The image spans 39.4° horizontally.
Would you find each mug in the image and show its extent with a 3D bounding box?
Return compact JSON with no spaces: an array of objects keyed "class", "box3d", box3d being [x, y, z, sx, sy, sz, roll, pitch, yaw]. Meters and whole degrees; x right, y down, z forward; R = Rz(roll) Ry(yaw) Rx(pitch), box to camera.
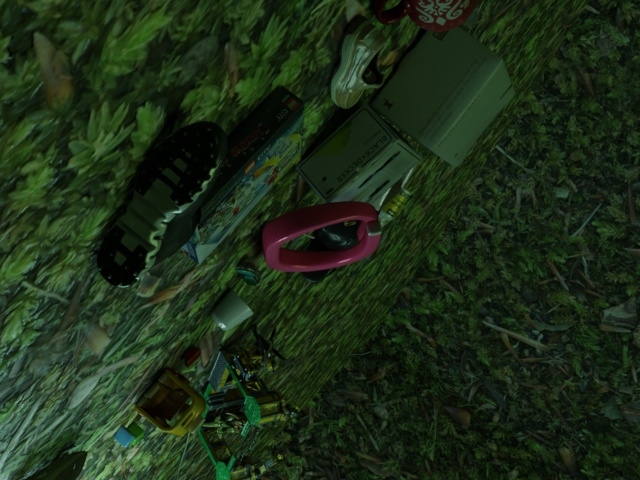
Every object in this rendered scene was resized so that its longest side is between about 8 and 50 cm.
[{"class":"mug","box3d":[-0.165,0.134,1.648,0.064,0.062,0.078,-43,160,-8]},{"class":"mug","box3d":[0.153,-0.368,1.274,0.150,0.113,0.169,-54,165,1]}]

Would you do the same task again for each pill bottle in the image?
[{"class":"pill bottle","box3d":[0.168,-0.090,2.213,0.116,0.065,0.065,-54,168,7]}]

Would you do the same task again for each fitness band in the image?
[{"class":"fitness band","box3d":[0.000,0.000,1.598,0.209,0.054,0.291,-10,165,-5]}]

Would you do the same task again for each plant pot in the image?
[{"class":"plant pot","box3d":[0.126,-0.145,1.829,0.109,0.096,0.109,-39,163,-47]}]

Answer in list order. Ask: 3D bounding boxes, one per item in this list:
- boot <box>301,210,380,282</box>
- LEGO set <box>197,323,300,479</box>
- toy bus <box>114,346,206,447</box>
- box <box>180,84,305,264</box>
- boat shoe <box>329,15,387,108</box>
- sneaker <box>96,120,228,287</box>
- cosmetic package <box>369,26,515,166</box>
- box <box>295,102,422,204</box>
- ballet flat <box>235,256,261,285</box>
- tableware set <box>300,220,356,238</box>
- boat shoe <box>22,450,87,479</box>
[{"class":"boot","box3d":[0.047,-0.008,2.001,0.263,0.091,0.229,-50,174,7]},{"class":"LEGO set","box3d":[-0.132,0.369,1.957,0.192,0.255,0.331,-6,127,-36]},{"class":"toy bus","box3d":[-0.267,0.314,1.670,0.202,0.104,0.191,-35,159,-53]},{"class":"box","box3d":[-0.113,-0.088,1.239,0.233,0.044,0.159,-48,167,-18]},{"class":"boat shoe","box3d":[0.062,-0.251,1.350,0.068,0.072,0.190,-48,167,-21]},{"class":"sneaker","box3d":[-0.175,-0.049,1.059,0.234,0.078,0.106,-53,171,22]},{"class":"cosmetic package","box3d":[0.254,-0.283,1.771,0.217,0.156,0.385,-53,169,11]},{"class":"box","box3d":[0.078,-0.141,1.616,0.169,0.087,0.290,-42,170,11]},{"class":"ballet flat","box3d":[-0.129,0.050,1.609,0.041,0.041,0.114,-50,168,-11]},{"class":"tableware set","box3d":[-0.007,-0.027,1.638,0.154,0.024,0.104,-11,168,3]},{"class":"boat shoe","box3d":[-0.425,0.371,1.420,0.153,0.048,0.056,-41,152,-67]}]
